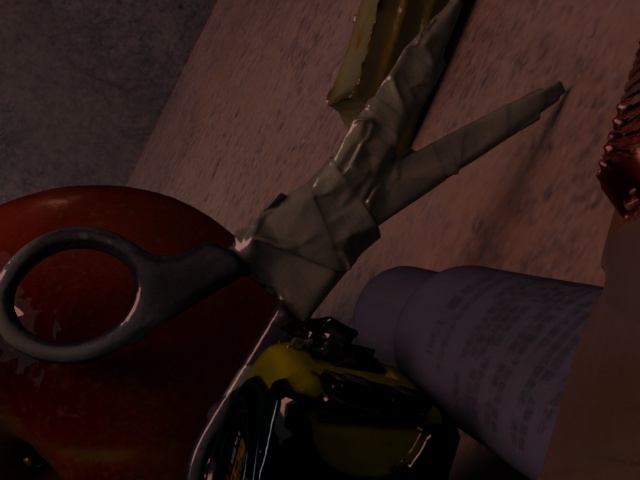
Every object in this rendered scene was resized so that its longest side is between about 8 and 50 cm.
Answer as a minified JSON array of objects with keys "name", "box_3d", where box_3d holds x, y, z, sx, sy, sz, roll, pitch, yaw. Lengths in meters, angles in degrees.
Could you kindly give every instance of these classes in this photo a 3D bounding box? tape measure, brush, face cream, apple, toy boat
[{"name":"tape measure","box_3d":[-0.002,0.141,0.686,0.186,0.112,0.199,-142,68,-74]},{"name":"brush","box_3d":[0.143,-0.001,0.552,0.060,0.050,0.321,-15,33,36]},{"name":"face cream","box_3d":[0.113,0.066,0.631,0.135,0.086,0.385,-49,18,-9]},{"name":"apple","box_3d":[-0.170,0.126,0.978,0.348,0.348,0.277,-58,-10,24]},{"name":"toy boat","box_3d":[0.077,-0.206,1.137,0.276,0.084,0.111,-68,14,-5]}]

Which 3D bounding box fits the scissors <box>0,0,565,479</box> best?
[{"name":"scissors","box_3d":[0.000,0.000,0.825,0.383,0.256,0.029,-43,-1,-7]}]
